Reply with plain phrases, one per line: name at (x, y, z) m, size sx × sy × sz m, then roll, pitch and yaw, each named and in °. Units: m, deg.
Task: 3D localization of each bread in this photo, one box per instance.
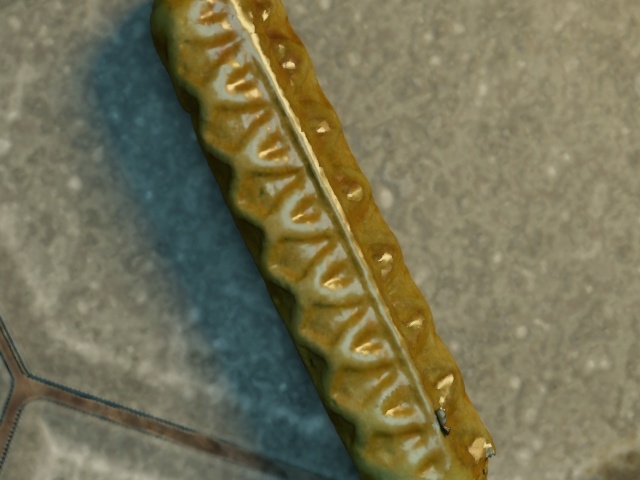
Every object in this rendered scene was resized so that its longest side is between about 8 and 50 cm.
bread at (0.000, 0.000, 1.140) m, size 0.084 × 0.077 × 0.367 m, roll -25°, pitch 95°, yaw -1°
